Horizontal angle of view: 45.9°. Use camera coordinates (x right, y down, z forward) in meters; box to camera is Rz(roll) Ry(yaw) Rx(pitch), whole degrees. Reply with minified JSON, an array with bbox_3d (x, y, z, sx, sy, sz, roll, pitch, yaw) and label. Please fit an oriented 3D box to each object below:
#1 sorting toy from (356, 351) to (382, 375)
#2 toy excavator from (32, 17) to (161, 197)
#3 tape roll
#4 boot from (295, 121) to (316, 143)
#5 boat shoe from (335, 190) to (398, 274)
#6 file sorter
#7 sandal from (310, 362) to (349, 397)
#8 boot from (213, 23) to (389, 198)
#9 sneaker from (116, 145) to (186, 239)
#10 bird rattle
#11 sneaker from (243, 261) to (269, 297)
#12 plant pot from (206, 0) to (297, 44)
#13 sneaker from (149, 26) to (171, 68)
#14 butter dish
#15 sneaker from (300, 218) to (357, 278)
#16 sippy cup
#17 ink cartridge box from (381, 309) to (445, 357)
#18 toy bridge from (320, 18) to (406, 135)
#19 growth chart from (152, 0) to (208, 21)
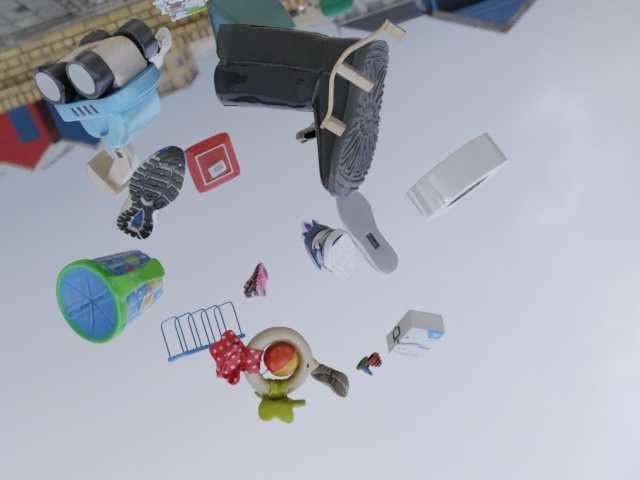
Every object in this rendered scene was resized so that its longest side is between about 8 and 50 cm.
[{"bbox_3d":[0.147,0.369,2.234,0.102,0.042,0.061,-40,-168,51],"label":"sorting toy"},{"bbox_3d":[-0.553,-0.311,2.007,0.433,0.445,0.222,1,-142,40],"label":"toy excavator"},{"bbox_3d":[0.377,-0.172,2.086,0.286,0.100,0.286,-35,172,-6],"label":"tape roll"},{"bbox_3d":[-0.010,-0.281,1.943,0.118,0.042,0.087,-28,-166,-14],"label":"boot"},{"bbox_3d":[0.123,-0.023,2.111,0.096,0.267,0.088,-37,-176,-15],"label":"boat shoe"},{"bbox_3d":[-0.303,0.229,1.919,0.170,0.104,0.118,-14,171,-37],"label":"file sorter"},{"bbox_3d":[0.026,0.439,2.404,0.049,0.180,0.072,-3,-122,52],"label":"sandal"},{"bbox_3d":[-0.078,-0.319,1.786,0.445,0.367,0.146,16,-175,30],"label":"boot"},{"bbox_3d":[-0.436,-0.148,1.975,0.330,0.129,0.147,-45,-155,43],"label":"sneaker"},{"bbox_3d":[-0.122,0.287,1.746,0.207,0.253,0.143,-41,-172,-11],"label":"bird rattle"},{"bbox_3d":[-0.155,0.095,1.777,0.057,0.047,0.119,-18,-151,14],"label":"sneaker"},{"bbox_3d":[-0.168,-0.567,2.062,0.165,0.165,0.234,-32,-127,-19],"label":"plant pot"},{"bbox_3d":[-0.493,-0.602,2.329,0.053,0.061,0.152,13,-117,-6],"label":"sneaker"},{"bbox_3d":[-0.356,-0.254,2.378,0.160,0.160,0.118,-29,-148,-22],"label":"butter dish"},{"bbox_3d":[0.000,0.000,2.632,0.236,0.323,0.130,39,-101,23],"label":"sneaker"},{"bbox_3d":[-0.561,0.135,2.081,0.305,0.240,0.224,15,-156,26],"label":"sippy cup"},{"bbox_3d":[0.251,0.267,2.072,0.104,0.180,0.060,10,-131,-19],"label":"ink cartridge box"},{"bbox_3d":[0.049,-0.242,1.113,0.188,0.063,0.026,-55,-170,24],"label":"toy bridge"},{"bbox_3d":[-0.385,-0.684,2.127,0.172,0.021,0.237,-23,174,-1],"label":"growth chart"}]
